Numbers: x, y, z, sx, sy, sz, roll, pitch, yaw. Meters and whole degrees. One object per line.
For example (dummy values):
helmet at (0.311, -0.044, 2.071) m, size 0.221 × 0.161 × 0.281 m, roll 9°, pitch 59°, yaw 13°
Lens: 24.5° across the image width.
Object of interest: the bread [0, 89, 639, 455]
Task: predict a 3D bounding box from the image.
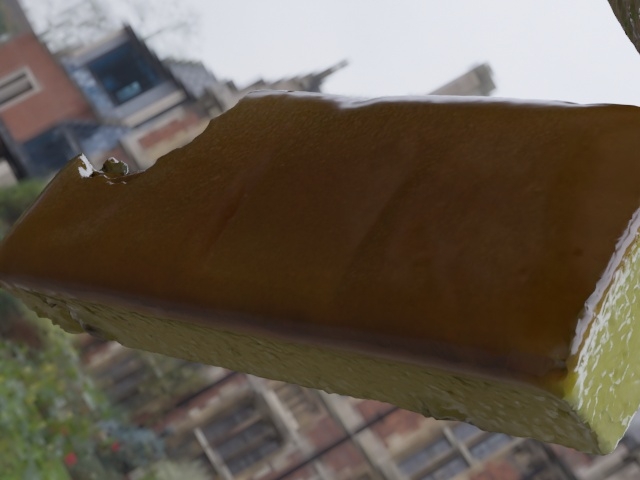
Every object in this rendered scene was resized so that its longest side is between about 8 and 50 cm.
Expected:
bread at (0.000, 0.000, 0.434) m, size 0.226 × 0.088 × 0.049 m, roll 9°, pitch -31°, yaw 42°

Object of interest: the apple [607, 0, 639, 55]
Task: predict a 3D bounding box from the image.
apple at (0.153, -0.230, 0.540) m, size 0.329 × 0.295 × 0.365 m, roll 35°, pitch 14°, yaw -15°
